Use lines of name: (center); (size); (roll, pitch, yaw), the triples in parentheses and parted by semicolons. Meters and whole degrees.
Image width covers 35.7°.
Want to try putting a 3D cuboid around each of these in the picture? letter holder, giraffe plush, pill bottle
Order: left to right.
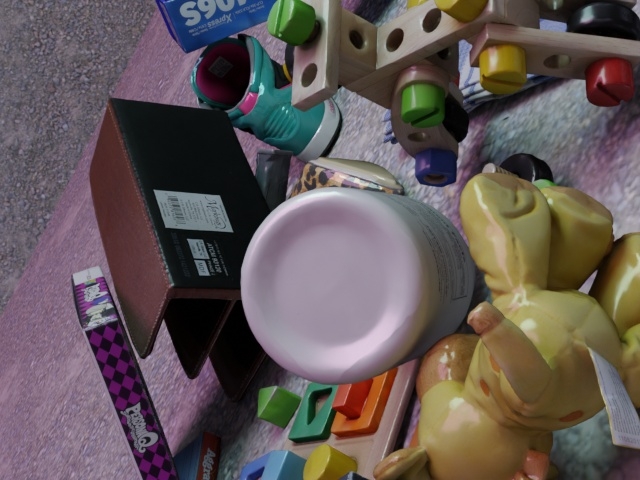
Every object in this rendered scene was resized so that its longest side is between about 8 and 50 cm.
letter holder: (-0.168, 0.018, 1.140); (0.214, 0.152, 0.301); (-62, 39, 36)
pill bottle: (0.044, 0.029, 0.745); (0.131, 0.131, 0.229); (-56, -17, 12)
giraffe plush: (0.123, 0.087, 0.603); (0.170, 0.181, 0.210); (-58, 7, 38)

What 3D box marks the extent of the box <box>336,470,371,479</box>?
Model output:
box: (0.049, 0.243, 0.571); (0.093, 0.158, 0.156); (-42, 28, 37)

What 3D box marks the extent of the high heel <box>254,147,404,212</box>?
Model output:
high heel: (0.000, 0.000, 1.099); (0.261, 0.093, 0.186); (15, 100, 53)

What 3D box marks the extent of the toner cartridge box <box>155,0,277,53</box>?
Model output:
toner cartridge box: (-0.045, -0.359, 1.328); (0.348, 0.075, 0.165); (-24, 25, -6)

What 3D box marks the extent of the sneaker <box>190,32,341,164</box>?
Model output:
sneaker: (-0.091, -0.209, 1.355); (0.123, 0.178, 0.295); (-56, 23, 11)

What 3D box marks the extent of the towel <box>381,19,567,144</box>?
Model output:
towel: (0.178, -0.214, 0.997); (0.285, 0.034, 0.209); (-18, 45, 56)

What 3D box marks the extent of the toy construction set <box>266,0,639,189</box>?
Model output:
toy construction set: (0.103, -0.192, 0.789); (0.257, 0.237, 0.308); (17, 87, 61)

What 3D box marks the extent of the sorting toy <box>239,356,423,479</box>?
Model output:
sorting toy: (0.004, 0.176, 0.882); (0.348, 0.047, 0.196); (-24, 42, 54)

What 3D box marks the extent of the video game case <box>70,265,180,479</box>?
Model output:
video game case: (-0.211, 0.161, 1.085); (0.042, 0.232, 0.210); (-21, 18, -12)

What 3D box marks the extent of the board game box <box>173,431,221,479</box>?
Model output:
board game box: (-0.170, 0.356, 1.059); (0.145, 0.027, 0.281); (-41, 30, 35)
